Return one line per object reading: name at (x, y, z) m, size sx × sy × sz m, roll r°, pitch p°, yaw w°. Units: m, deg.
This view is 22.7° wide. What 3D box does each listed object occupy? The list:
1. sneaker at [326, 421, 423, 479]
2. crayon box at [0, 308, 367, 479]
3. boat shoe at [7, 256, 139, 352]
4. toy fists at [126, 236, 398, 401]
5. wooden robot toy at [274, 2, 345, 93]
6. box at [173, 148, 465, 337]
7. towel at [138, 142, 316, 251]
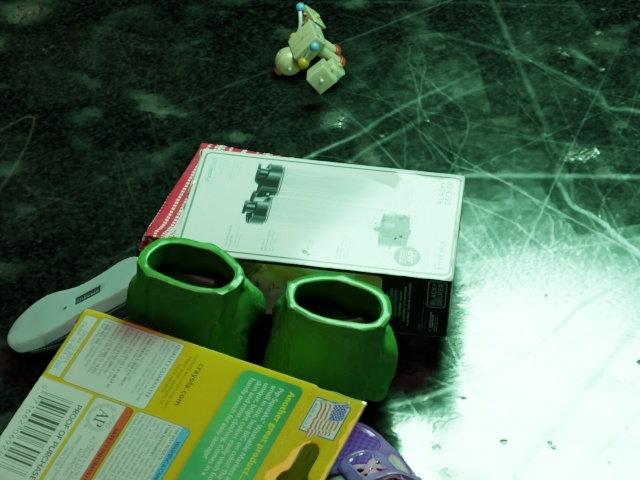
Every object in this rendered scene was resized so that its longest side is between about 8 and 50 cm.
sneaker at (0.059, 0.238, 1.449) m, size 0.095 × 0.104 × 0.236 m, roll -17°, pitch 41°, yaw -10°
crayon box at (-0.131, 0.204, 1.482) m, size 0.323 × 0.083 × 0.203 m, roll 16°, pitch 59°, yaw 28°
boat shoe at (-0.238, 0.090, 1.686) m, size 0.183 × 0.083 × 0.065 m, roll -25°, pitch 37°, yaw 20°
toy fists at (-0.059, 0.088, 1.587) m, size 0.279 × 0.142 × 0.096 m, roll 13°, pitch 39°, yaw 5°
wooden robot toy at (-0.019, -0.227, 2.029) m, size 0.079 × 0.076 × 0.173 m, roll -37°, pitch 39°, yaw 18°
box at (0.000, 0.000, 1.680) m, size 0.290 × 0.087 × 0.169 m, roll 6°, pitch 43°, yaw 4°
towel at (-0.047, -0.033, 1.821) m, size 0.275 × 0.031 × 0.199 m, roll 10°, pitch 43°, yaw 18°
